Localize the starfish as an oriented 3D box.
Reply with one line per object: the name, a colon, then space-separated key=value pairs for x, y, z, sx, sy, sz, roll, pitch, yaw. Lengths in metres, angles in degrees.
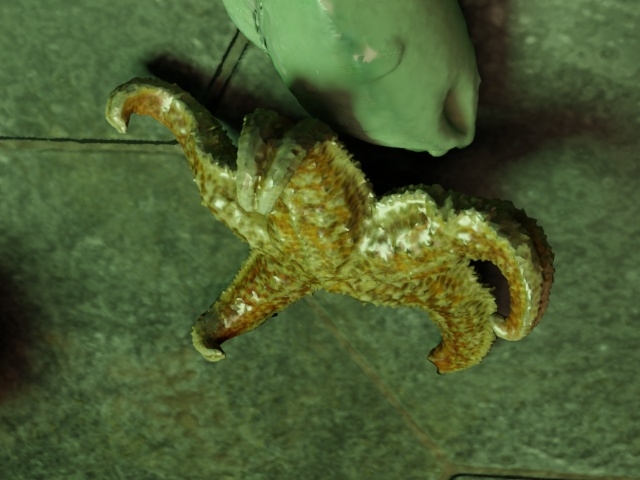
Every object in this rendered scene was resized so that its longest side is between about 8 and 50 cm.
starfish: x=-0.004 y=0.002 z=1.052 sx=0.312 sy=0.113 sz=0.303 roll=30 pitch=156 yaw=-12

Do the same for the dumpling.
dumpling: x=0.005 y=-0.123 z=0.963 sx=0.149 sy=0.105 sz=0.217 roll=-11 pitch=141 yaw=18
